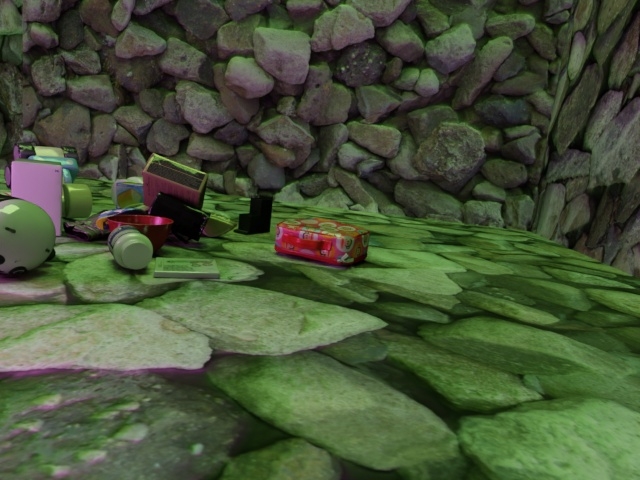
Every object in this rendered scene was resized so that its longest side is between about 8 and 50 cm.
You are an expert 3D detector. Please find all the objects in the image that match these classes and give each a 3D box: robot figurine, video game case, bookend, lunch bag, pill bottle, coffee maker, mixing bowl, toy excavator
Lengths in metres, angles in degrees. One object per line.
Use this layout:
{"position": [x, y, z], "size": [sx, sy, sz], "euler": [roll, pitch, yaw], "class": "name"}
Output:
{"position": [-0.732, -0.018, 1.008], "size": [0.279, 0.173, 0.209], "euler": [11, 21, 24], "class": "robot figurine"}
{"position": [-0.347, 0.070, 1.171], "size": [0.158, 0.019, 0.143], "euler": [3, 10, -19], "class": "video game case"}
{"position": [-0.277, -0.110, 1.871], "size": [0.073, 0.156, 0.157], "euler": [12, 12, 29], "class": "bookend"}
{"position": [0.000, 0.000, 1.506], "size": [0.293, 0.120, 0.258], "euler": [11, 11, 25], "class": "lunch bag"}
{"position": [-0.859, -0.230, 2.189], "size": [0.161, 0.160, 0.283], "euler": [9, 10, 18], "class": "pill bottle"}
{"position": [-0.457, -0.084, 1.464], "size": [0.178, 0.120, 0.171], "euler": [24, -31, -14], "class": "coffee maker"}
{"position": [-0.484, 0.020, 1.153], "size": [0.094, 0.094, 0.169], "euler": [0, 12, -32], "class": "pill bottle"}
{"position": [-0.528, -0.015, 1.320], "size": [0.182, 0.098, 0.181], "euler": [7, 9, -1], "class": "mixing bowl"}
{"position": [-1.066, -0.204, 1.822], "size": [0.223, 0.444, 0.433], "euler": [-6, -26, -49], "class": "toy excavator"}

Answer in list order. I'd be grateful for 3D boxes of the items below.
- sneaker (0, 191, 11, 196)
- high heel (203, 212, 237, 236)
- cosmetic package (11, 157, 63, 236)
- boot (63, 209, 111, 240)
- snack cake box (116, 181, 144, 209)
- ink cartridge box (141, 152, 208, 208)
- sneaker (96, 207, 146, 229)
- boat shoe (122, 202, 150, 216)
{"position": [-1.090, -0.133, 1.584], "size": [0.296, 0.123, 0.178], "euler": [0, 11, -33], "class": "sneaker"}
{"position": [-0.420, -0.076, 1.746], "size": [0.262, 0.093, 0.186], "euler": [-1, 14, 13], "class": "high heel"}
{"position": [-0.910, -0.143, 1.452], "size": [0.138, 0.223, 0.225], "euler": [1, 11, -33], "class": "cosmetic package"}
{"position": [-0.681, -0.029, 1.439], "size": [0.247, 0.083, 0.161], "euler": [12, 24, 22], "class": "boot"}
{"position": [-0.704, -0.155, 1.874], "size": [0.265, 0.152, 0.089], "euler": [7, 10, 6], "class": "snack cake box"}
{"position": [-0.496, -0.172, 1.538], "size": [0.194, 0.088, 0.234], "euler": [21, -28, -11], "class": "ink cartridge box"}
{"position": [-0.618, -0.077, 1.401], "size": [0.144, 0.053, 0.059], "euler": [-11, 32, -15], "class": "sneaker"}
{"position": [-0.584, -0.102, 1.679], "size": [0.303, 0.113, 0.103], "euler": [-19, 38, -9], "class": "boat shoe"}
